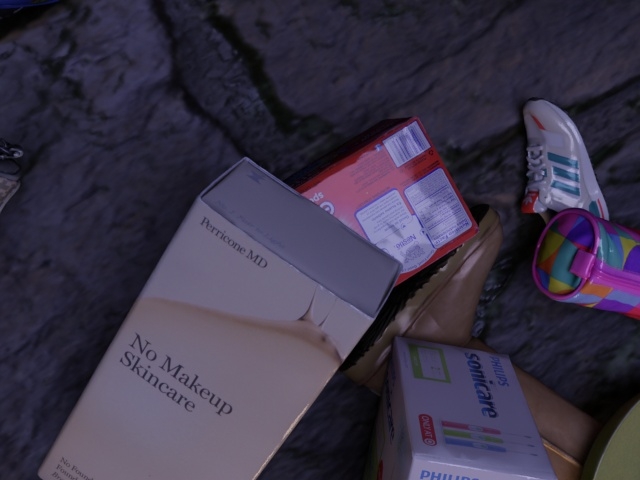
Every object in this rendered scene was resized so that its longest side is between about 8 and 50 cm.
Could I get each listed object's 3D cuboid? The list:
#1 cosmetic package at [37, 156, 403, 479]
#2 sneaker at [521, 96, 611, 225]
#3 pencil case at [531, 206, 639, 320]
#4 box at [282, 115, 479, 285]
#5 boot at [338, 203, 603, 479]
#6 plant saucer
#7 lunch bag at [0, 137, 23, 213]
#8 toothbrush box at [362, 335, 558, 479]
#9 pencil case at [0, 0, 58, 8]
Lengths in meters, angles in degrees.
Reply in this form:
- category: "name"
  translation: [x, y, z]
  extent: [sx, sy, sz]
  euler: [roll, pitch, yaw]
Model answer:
- category: "cosmetic package"
  translation: [-0.087, 0.108, 0.757]
  extent: [0.160, 0.113, 0.309]
  euler: [34, 117, 2]
- category: "sneaker"
  translation: [0.237, -0.066, 0.956]
  extent: [0.075, 0.057, 0.161]
  euler: [-30, 104, -14]
- category: "pencil case"
  translation: [0.332, 0.037, 0.944]
  extent: [0.236, 0.104, 0.104]
  euler: [13, 93, -24]
- category: "box"
  translation: [0.000, 0.000, 0.877]
  extent: [0.257, 0.122, 0.128]
  euler: [-32, 100, -7]
- category: "boot"
  translation: [0.186, 0.127, 0.954]
  extent: [0.269, 0.089, 0.236]
  euler: [37, 100, -12]
- category: "plant saucer"
  translation: [0.348, 0.257, 0.989]
  extent: [0.241, 0.037, 0.241]
  euler: [-9, 106, -34]
- category: "lunch bag"
  translation: [-0.418, -0.005, 0.741]
  extent: [0.256, 0.212, 0.305]
  euler: [33, 91, -16]
- category: "toothbrush box"
  translation: [0.102, 0.263, 0.842]
  extent: [0.122, 0.206, 0.283]
  euler: [11, 111, -4]
- category: "pencil case"
  translation: [-0.307, -0.339, 0.779]
  extent: [0.133, 0.119, 0.306]
  euler: [-14, 98, -9]
